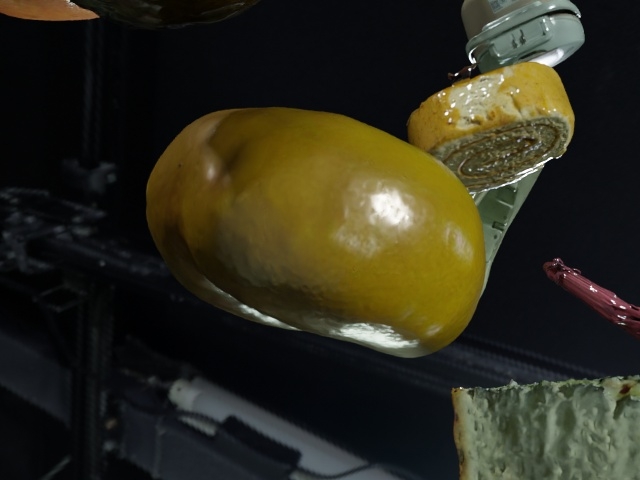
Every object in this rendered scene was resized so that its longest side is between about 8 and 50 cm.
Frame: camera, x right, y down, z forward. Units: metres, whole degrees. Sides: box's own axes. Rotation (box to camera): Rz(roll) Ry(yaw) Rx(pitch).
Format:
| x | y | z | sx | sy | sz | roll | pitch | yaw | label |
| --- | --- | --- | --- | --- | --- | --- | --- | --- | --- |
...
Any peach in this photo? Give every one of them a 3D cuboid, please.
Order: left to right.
| x | y | z | sx | sy | sz | roll | pitch | yaw | label |
| --- | --- | --- | --- | --- | --- | --- | --- | --- | --- |
| 0.000 | 0.000 | 0.765 | 0.251 | 0.251 | 0.153 | 21 | -106 | 28 | peach |

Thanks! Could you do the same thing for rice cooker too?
| x | y | z | sx | sy | sz | roll | pitch | yaw | label |
| --- | --- | --- | --- | --- | --- | --- | --- | --- | --- |
| 0.253 | -0.270 | 1.349 | 0.145 | 0.206 | 0.127 | -24 | -101 | 18 | rice cooker |

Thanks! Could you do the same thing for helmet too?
| x | y | z | sx | sy | sz | roll | pitch | yaw | label |
| --- | --- | --- | --- | --- | --- | --- | --- | --- | --- |
| 0.123 | -0.024 | 1.158 | 0.137 | 0.204 | 0.257 | 30 | -77 | 21 | helmet |

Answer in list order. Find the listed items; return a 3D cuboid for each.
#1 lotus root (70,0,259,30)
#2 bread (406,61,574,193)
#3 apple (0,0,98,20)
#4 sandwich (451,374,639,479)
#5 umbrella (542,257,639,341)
| x | y | z | sx | sy | sz | roll | pitch | yaw | label |
| --- | --- | --- | --- | --- | --- | --- | --- | --- | --- |
| -0.018 | -0.252 | 0.658 | 0.142 | 0.210 | 0.314 | 31 | -80 | -1 | lotus root |
| 0.154 | -0.101 | 0.973 | 0.149 | 0.122 | 0.073 | -18 | -120 | 14 | bread |
| -0.277 | -0.360 | 1.093 | 0.299 | 0.299 | 0.275 | 33 | -26 | 22 | apple |
| 0.306 | 0.277 | 1.161 | 0.325 | 0.131 | 0.262 | -8 | -97 | 37 | sandwich |
| 0.207 | 0.053 | 0.707 | 0.165 | 0.027 | 0.025 | 38 | -67 | 46 | umbrella |
